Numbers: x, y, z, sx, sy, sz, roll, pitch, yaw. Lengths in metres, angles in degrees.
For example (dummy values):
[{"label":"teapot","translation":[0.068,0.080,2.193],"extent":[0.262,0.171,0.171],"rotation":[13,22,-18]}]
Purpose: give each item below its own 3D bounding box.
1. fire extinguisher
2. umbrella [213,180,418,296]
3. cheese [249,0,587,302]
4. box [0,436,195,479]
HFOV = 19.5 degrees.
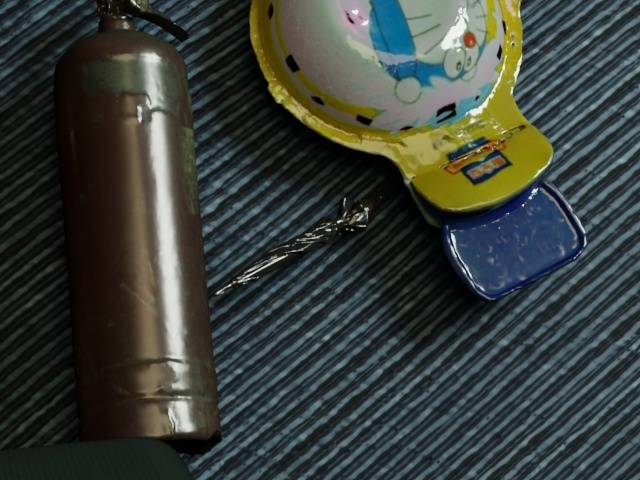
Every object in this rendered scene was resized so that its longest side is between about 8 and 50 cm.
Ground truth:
[{"label":"fire extinguisher","translation":[-0.091,-0.021,0.954],"extent":[0.089,0.072,0.268],"rotation":[13,65,-47]},{"label":"umbrella","translation":[-0.003,-0.004,0.978],"extent":[0.149,0.022,0.022],"rotation":[-24,66,-35]},{"label":"cheese","translation":[0.056,-0.085,1.005],"extent":[0.156,0.064,0.250],"rotation":[-28,77,-17]},{"label":"box","translation":[-0.144,0.170,0.837],"extent":[0.201,0.090,0.144],"rotation":[-7,109,-13]}]
